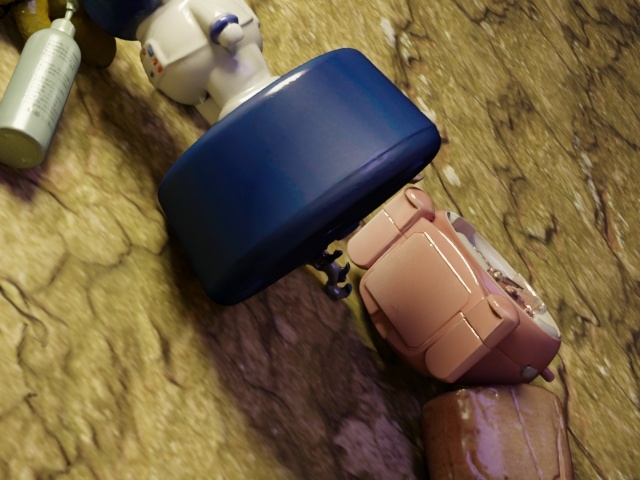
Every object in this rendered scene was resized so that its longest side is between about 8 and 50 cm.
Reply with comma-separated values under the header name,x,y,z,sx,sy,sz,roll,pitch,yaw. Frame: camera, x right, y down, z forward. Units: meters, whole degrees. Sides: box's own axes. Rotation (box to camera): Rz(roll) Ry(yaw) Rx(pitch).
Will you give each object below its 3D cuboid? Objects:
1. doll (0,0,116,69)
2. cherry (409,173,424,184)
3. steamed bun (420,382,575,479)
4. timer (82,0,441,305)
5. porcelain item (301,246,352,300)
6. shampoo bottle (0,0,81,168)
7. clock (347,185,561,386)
name,x,y,z,sx,sy,sz,roll,pitch,yaw
doll,-0.281,-0.249,1.303,0.209,0.097,0.137,43,61,-45
cherry,0.010,-0.121,1.489,0.188,0.148,0.115,8,81,-16
steamed bun,0.187,0.231,1.407,0.175,0.106,0.145,9,63,-33
timer,-0.097,-0.159,1.267,0.383,0.270,0.270,53,31,5
porcelain item,0.000,0.000,1.411,0.136,0.075,0.021,44,30,-13
shampoo bottle,-0.254,-0.154,1.220,0.056,0.056,0.195,36,45,-26
clock,0.163,0.079,1.498,0.241,0.142,0.227,23,26,-54
